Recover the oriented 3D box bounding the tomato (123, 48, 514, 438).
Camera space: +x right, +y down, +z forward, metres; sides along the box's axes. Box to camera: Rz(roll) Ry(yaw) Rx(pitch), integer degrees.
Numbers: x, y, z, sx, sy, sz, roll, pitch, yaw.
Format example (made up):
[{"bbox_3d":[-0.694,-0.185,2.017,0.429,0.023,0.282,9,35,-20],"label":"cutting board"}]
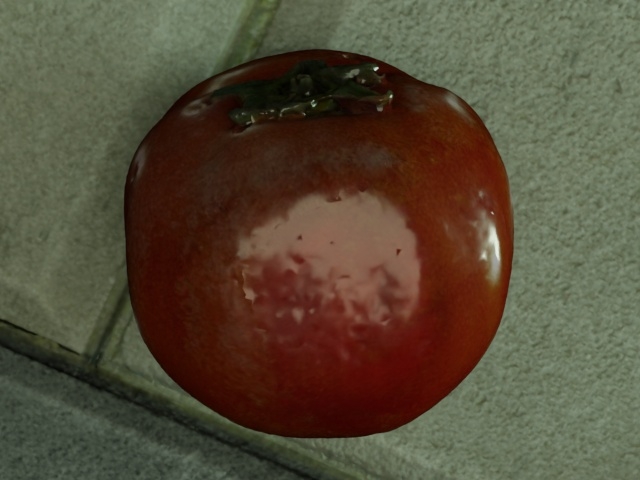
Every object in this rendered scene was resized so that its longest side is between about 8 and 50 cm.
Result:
[{"bbox_3d":[0.000,0.000,1.156,0.325,0.293,0.290,-8,117,-8],"label":"tomato"}]
